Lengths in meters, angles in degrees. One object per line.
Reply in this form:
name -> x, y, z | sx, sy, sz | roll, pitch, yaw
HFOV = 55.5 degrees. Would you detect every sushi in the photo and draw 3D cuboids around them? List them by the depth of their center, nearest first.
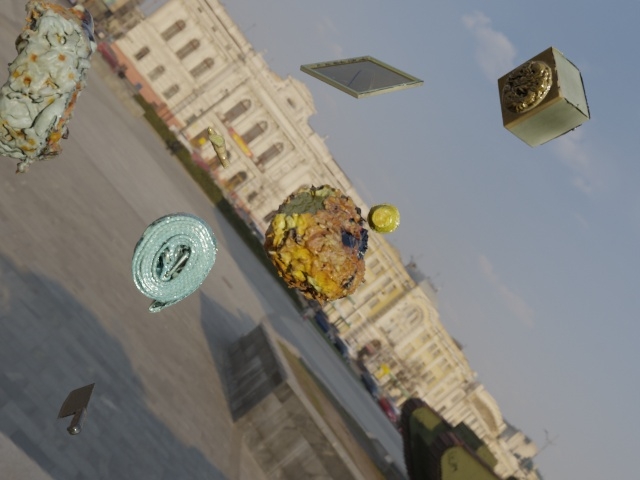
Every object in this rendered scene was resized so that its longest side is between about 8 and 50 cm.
sushi -> -0.637, -0.343, 1.379 | 0.176, 0.417, 0.417 | 20, 9, -23

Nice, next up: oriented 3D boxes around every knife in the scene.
knife -> -0.570, 0.391, 1.409 | 0.245, 0.072, 0.019 | -144, -143, -73

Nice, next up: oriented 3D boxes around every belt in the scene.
belt -> -0.266, 0.029, 1.107 | 0.148, 0.163, 0.082 | 64, -5, -10

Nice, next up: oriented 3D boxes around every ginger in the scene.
ginger -> -0.212, -0.200, 1.280 | 0.048, 0.030, 0.097 | 105, -39, -85

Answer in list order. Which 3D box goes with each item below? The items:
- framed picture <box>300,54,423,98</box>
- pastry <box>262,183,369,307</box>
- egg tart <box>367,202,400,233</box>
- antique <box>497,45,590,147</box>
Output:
framed picture -> 0.101, -0.387, 1.426 | 0.184, 0.250, 0.016 | 34, -51, 30
pastry -> 0.003, 0.017, 1.901 | 0.405, 0.292, 0.337 | -62, 135, -64
egg tart -> 0.189, -0.067, 1.842 | 0.105, 0.105, 0.039 | 50, 10, 13
antique -> 0.490, -0.318, 1.350 | 0.148, 0.152, 0.147 | 23, 56, -33
